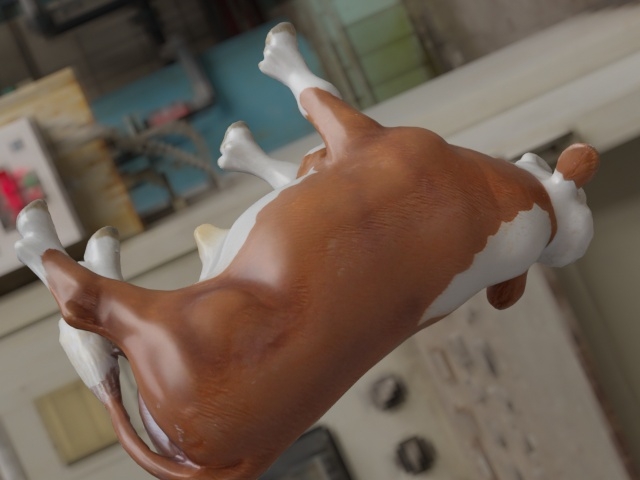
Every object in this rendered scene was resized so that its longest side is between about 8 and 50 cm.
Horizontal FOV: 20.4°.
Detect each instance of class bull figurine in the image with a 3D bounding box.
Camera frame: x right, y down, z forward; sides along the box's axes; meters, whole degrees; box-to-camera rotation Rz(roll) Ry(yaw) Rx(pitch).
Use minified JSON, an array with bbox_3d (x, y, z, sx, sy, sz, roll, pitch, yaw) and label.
[{"bbox_3d":[0.000,0.000,0.895,0.188,0.310,0.101,37,141,21],"label":"bull figurine"}]
